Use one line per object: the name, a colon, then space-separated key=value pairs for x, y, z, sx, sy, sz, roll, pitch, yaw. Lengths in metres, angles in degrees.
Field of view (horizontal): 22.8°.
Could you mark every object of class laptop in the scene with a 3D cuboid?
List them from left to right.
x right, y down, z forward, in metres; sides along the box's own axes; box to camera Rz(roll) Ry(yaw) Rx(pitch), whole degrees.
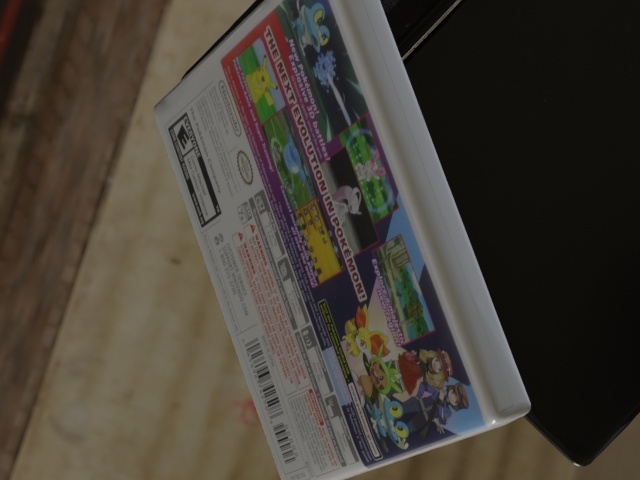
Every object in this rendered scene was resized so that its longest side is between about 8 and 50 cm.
laptop: x=0.154 y=-0.126 z=1.125 sx=0.382 sy=0.236 sz=0.408 roll=-46 pitch=-153 yaw=-1

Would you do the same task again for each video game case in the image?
video game case: x=0.000 y=0.000 z=0.689 sx=0.183 sy=0.023 sz=0.201 roll=-32 pitch=-105 yaw=58
